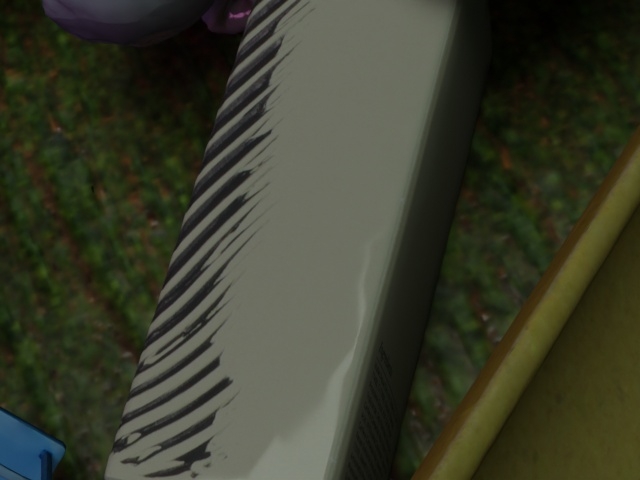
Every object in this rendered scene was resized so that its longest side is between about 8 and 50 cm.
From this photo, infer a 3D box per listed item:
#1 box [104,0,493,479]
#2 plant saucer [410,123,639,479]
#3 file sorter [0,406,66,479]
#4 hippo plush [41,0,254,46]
[{"bbox_3d":[0.000,0.000,0.724,0.094,0.113,0.275,9,66,14],"label":"box"},{"bbox_3d":[0.124,0.145,0.479,0.081,0.333,0.333,-16,27,46],"label":"plant saucer"},{"bbox_3d":[-0.193,0.132,0.657,0.118,0.104,0.170,32,86,-9],"label":"file sorter"},{"bbox_3d":[-0.131,-0.169,0.804,0.236,0.234,0.294,30,30,3],"label":"hippo plush"}]
